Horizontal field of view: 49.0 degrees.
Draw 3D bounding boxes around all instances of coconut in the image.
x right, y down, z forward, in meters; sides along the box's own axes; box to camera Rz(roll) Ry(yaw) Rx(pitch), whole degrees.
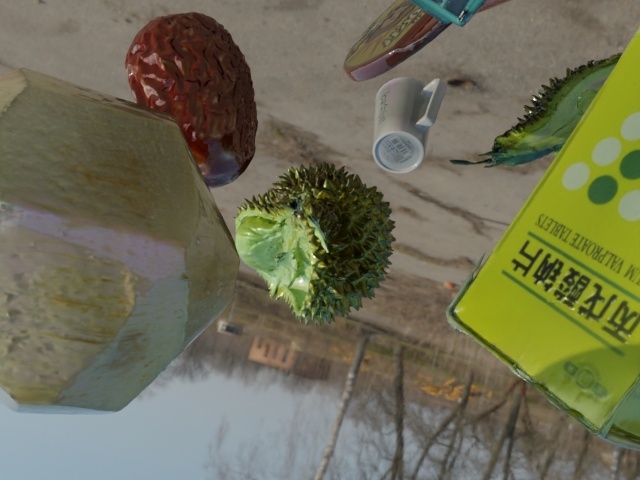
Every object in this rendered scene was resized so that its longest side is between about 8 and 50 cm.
[{"bbox_3d":[-0.171,0.004,0.481,0.237,0.236,0.197,21,-165,-29],"label":"coconut"}]

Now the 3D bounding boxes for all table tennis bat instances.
[{"bbox_3d":[0.165,-0.328,0.991,0.051,0.268,0.415,46,170,-19],"label":"table tennis bat"}]

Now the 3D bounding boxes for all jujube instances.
[{"bbox_3d":[-0.119,-0.132,0.671,0.112,0.176,0.109,-26,160,20],"label":"jujube"}]

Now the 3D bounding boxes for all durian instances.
[{"bbox_3d":[-0.001,-0.001,0.912,0.200,0.177,0.237,63,160,-13],"label":"durian"},{"bbox_3d":[0.354,-0.182,0.960,0.132,0.375,0.106,58,-174,15],"label":"durian"}]

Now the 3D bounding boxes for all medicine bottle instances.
[{"bbox_3d":[0.220,-0.001,0.457,0.141,0.250,0.137,22,-167,-43],"label":"medicine bottle"}]

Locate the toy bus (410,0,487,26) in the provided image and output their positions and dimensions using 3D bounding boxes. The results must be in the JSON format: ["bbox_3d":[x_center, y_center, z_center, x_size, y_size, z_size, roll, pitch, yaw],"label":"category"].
[{"bbox_3d":[0.107,-0.284,0.695,0.160,0.091,0.079,34,-148,1],"label":"toy bus"}]

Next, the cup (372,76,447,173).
[{"bbox_3d":[0.109,-0.147,0.846,0.074,0.116,0.104,40,127,-23],"label":"cup"}]
